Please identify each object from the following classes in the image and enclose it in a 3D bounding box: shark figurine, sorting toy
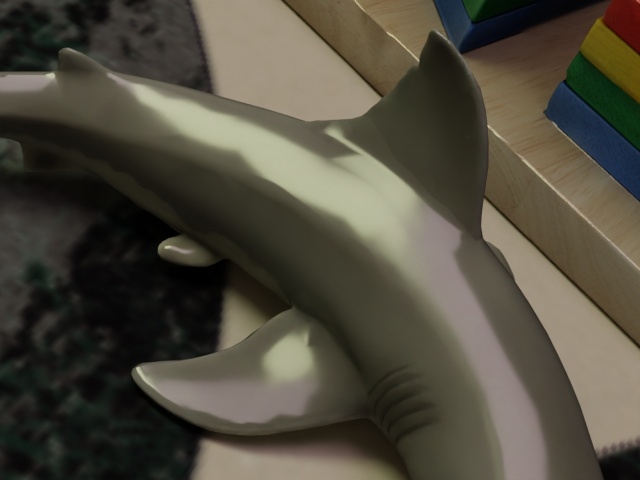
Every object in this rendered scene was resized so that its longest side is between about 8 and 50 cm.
[{"bbox_3d":[-0.015,-0.021,0.502,0.278,0.116,0.166,30,40,1],"label":"shark figurine"},{"bbox_3d":[0.138,-0.104,0.683,0.257,0.089,0.255,-25,62,-42],"label":"sorting toy"}]
